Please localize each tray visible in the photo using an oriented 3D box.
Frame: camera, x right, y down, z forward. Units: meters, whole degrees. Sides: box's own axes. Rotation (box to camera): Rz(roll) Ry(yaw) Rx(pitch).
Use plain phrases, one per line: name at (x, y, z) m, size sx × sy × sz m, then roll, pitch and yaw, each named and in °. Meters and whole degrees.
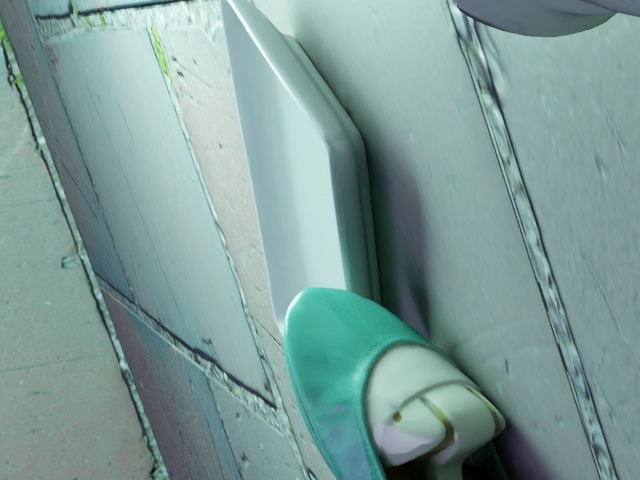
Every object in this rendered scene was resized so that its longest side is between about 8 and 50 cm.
tray at (0.000, 0.000, 0.993) m, size 0.270 × 0.030 × 0.145 m, roll 82°, pitch 163°, yaw -46°

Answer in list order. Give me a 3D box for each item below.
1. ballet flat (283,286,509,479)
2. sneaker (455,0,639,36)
ballet flat at (0.064, 0.120, 0.848) m, size 0.087 × 0.083 × 0.247 m, roll -40°, pitch 70°, yaw 51°
sneaker at (0.058, -0.177, 0.356) m, size 0.129 × 0.111 × 0.297 m, roll 21°, pitch 137°, yaw 53°
